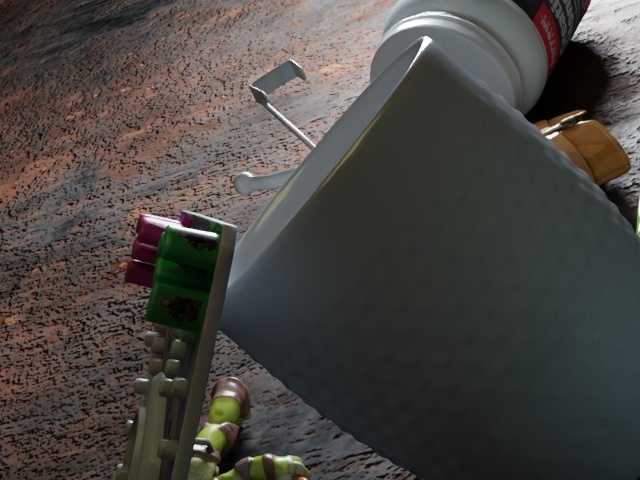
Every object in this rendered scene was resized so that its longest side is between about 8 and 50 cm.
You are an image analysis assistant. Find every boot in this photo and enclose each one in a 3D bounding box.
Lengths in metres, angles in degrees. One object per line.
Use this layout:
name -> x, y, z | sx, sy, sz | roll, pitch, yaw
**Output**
boot -> 0.170, -0.084, 1.795 | 0.220, 0.109, 0.283 | -33, 30, -4

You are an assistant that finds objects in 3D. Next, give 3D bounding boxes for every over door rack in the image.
over door rack -> 0.000, 0.000, 1.684 | 0.108, 0.239, 0.324 | -23, 28, 1

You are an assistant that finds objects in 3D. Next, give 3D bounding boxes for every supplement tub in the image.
supplement tub -> 0.183, -0.242, 1.961 | 0.191, 0.191, 0.272 | -8, 35, 35

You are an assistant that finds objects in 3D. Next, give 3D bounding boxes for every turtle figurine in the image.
turtle figurine -> -0.136, 0.217, 1.606 | 0.270, 0.087, 0.217 | -23, 28, 13

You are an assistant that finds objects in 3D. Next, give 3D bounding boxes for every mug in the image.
mug -> 0.096, 0.070, 1.388 | 0.276, 0.328, 0.374 | -55, 8, -34

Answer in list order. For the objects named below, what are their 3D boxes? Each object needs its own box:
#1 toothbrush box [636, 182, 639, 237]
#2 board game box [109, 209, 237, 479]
toothbrush box -> 0.418, -0.029, 1.461 | 0.283, 0.122, 0.206 | -14, 31, 23
board game box -> -0.146, 0.169, 1.338 | 0.050, 0.390, 0.390 | 12, 1, -9
